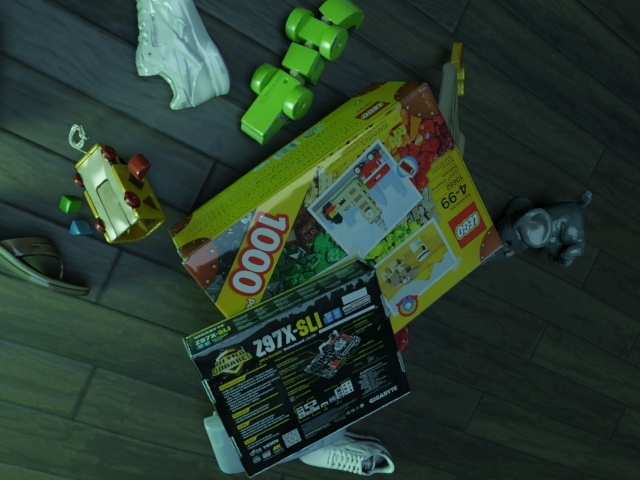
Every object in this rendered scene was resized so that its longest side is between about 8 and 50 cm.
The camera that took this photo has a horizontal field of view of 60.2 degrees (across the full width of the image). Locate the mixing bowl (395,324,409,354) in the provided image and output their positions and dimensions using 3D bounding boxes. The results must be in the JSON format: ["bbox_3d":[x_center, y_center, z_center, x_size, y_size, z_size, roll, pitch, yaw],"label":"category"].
[{"bbox_3d":[0.137,0.216,1.276,0.181,0.098,0.181,-5,104,-20],"label":"mixing bowl"}]

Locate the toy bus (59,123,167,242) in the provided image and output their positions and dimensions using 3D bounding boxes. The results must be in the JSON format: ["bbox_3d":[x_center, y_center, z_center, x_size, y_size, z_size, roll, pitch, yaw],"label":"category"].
[{"bbox_3d":[-0.368,-0.095,1.018,0.104,0.191,0.202,-5,109,-64],"label":"toy bus"}]

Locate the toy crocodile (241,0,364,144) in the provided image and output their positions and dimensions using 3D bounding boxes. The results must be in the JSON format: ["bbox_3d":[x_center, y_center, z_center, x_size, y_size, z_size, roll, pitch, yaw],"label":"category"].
[{"bbox_3d":[-0.037,-0.341,1.095,0.115,0.105,0.341,32,90,18],"label":"toy crocodile"}]

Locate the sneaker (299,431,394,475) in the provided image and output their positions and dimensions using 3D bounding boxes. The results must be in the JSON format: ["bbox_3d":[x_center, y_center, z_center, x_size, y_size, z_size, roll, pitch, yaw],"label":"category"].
[{"bbox_3d":[0.063,0.511,1.315,0.235,0.095,0.090,9,100,-20],"label":"sneaker"}]

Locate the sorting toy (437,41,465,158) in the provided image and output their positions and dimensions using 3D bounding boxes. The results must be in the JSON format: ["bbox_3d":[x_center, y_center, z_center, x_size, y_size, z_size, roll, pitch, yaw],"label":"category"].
[{"bbox_3d":[0.277,-0.260,1.186,0.229,0.041,0.307,60,38,-53],"label":"sorting toy"}]

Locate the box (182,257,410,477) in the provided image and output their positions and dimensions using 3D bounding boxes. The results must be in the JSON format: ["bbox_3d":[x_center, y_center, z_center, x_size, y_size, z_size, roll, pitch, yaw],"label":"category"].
[{"bbox_3d":[-0.026,0.210,0.922,0.322,0.079,0.257,-24,112,-13],"label":"box"}]

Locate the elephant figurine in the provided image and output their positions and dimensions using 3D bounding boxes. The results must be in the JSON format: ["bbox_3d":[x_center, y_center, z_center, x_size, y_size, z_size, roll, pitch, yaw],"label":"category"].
[{"bbox_3d":[0.505,-0.026,1.339,0.239,0.169,0.186,11,69,-6],"label":"elephant figurine"}]

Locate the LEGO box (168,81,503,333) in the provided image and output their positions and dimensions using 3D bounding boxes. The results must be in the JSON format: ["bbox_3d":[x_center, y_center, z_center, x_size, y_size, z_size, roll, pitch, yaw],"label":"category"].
[{"bbox_3d":[0.037,-0.001,1.035,0.500,0.193,0.372,-38,116,-8],"label":"LEGO box"}]

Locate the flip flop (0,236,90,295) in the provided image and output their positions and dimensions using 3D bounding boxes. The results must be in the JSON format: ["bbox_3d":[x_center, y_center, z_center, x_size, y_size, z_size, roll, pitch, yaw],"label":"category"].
[{"bbox_3d":[-0.536,0.017,0.992,0.277,0.112,0.080,38,73,-18],"label":"flip flop"}]

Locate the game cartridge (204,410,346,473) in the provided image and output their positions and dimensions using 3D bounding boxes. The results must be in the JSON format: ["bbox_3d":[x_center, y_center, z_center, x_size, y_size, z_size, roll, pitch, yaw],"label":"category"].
[{"bbox_3d":[-0.087,0.410,1.203,0.297,0.062,0.198,-14,126,-10],"label":"game cartridge"}]

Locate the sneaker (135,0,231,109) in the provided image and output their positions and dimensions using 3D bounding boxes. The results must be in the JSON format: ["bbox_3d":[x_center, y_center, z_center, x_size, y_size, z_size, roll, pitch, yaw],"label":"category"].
[{"bbox_3d":[-0.283,-0.380,0.982,0.152,0.114,0.305,-32,110,-12],"label":"sneaker"}]
